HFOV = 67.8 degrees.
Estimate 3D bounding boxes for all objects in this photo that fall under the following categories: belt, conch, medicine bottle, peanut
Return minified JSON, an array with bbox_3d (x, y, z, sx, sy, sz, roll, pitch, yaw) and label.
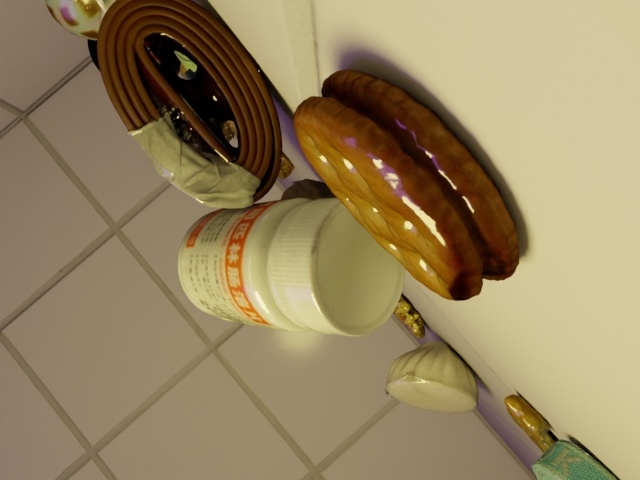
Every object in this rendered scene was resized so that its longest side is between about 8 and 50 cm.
[{"bbox_3d":[0.415,0.390,0.726,0.163,0.082,0.148,52,169,18],"label":"belt"},{"bbox_3d":[-0.525,-0.585,1.065,0.250,0.197,0.368,62,156,12],"label":"conch"},{"bbox_3d":[-0.063,0.039,0.777,0.371,0.211,0.211,-2,136,49],"label":"medicine bottle"},{"bbox_3d":[-0.192,-0.207,0.743,0.339,0.217,0.122,56,176,-18],"label":"belt"},{"bbox_3d":[0.024,-0.017,0.942,0.313,0.149,0.149,38,171,48],"label":"peanut"}]

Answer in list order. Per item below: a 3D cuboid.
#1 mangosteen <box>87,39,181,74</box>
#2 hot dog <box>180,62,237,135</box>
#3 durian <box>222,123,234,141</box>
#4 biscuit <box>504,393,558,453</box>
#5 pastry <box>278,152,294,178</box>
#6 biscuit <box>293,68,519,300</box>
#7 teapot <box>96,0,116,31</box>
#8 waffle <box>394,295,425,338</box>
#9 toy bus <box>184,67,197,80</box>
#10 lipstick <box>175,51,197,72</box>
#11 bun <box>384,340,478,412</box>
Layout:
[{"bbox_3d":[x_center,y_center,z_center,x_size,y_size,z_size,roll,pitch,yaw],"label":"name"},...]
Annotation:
[{"bbox_3d":[-0.537,-0.588,1.400,0.275,0.274,0.303,51,-148,-54],"label":"mangosteen"},{"bbox_3d":[-0.286,-0.409,1.348,0.289,0.083,0.068,49,-162,4],"label":"hot dog"},{"bbox_3d":[-0.353,-0.400,1.523,0.195,0.167,0.196,15,-172,-2],"label":"durian"},{"bbox_3d":[0.427,0.378,0.899,0.183,0.039,0.174,49,180,-41],"label":"biscuit"},{"bbox_3d":[-0.126,-0.231,1.415,0.097,0.057,0.109,46,178,37],"label":"pastry"},{"bbox_3d":[0.064,-0.040,0.394,0.220,0.066,0.220,48,178,2],"label":"biscuit"},{"bbox_3d":[-0.380,-0.458,0.929,0.208,0.166,0.299,40,163,-18],"label":"teapot"},{"bbox_3d":[0.234,0.192,1.563,0.312,0.060,0.307,46,176,40],"label":"waffle"},{"bbox_3d":[-0.192,-0.301,0.903,0.103,0.091,0.182,48,-179,-23],"label":"toy bus"},{"bbox_3d":[-0.280,-0.408,1.116,0.076,0.076,0.304,49,179,-8],"label":"lipstick"},{"bbox_3d":[0.328,0.380,1.384,0.262,0.175,0.263,12,149,7],"label":"bun"}]
